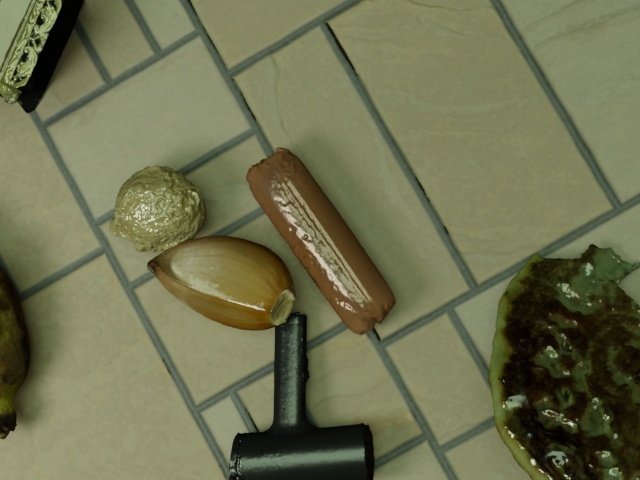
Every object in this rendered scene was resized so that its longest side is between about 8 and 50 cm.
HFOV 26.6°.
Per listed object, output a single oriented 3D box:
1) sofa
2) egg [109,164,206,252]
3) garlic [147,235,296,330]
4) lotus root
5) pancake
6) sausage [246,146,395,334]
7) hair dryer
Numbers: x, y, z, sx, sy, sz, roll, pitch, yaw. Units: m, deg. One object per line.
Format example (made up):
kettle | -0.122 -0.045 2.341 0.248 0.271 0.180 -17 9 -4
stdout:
sofa | -0.455 -0.303 1.889 0.182 0.258 0.200 25 91 -5
egg | -0.228 -0.044 1.909 0.140 0.116 0.118 1 65 21
garlic | -0.138 0.061 1.892 0.206 0.115 0.128 15 45 -3
lotus root | -0.502 0.133 1.922 0.169 0.141 0.314 -16 93 9
pancake | 0.365 0.192 1.769 0.304 0.067 0.427 -23 56 -14
sausage | 0.000 -0.001 1.891 0.086 0.086 0.289 -36 81 4
hair dryer | -0.032 0.223 1.887 0.197 0.089 0.251 -5 79 7
